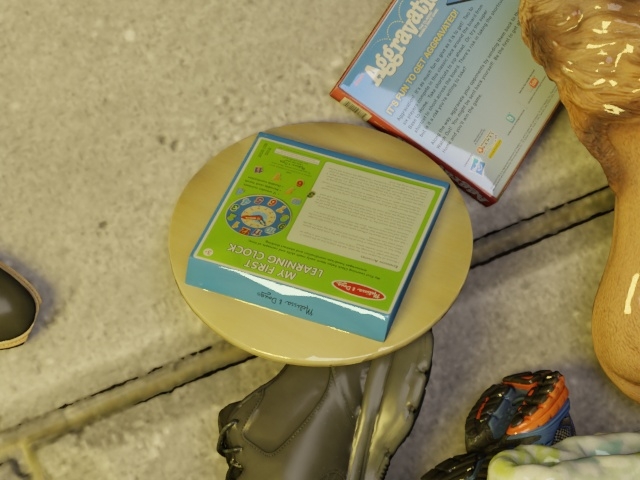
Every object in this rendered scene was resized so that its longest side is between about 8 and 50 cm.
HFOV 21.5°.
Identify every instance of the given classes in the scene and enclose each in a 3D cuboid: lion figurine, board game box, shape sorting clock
[{"bbox_3d":[0.254,-0.016,1.182,0.240,0.142,0.392,2,92,-1],"label":"lion figurine"},{"bbox_3d":[0.140,-0.179,1.251,0.145,0.027,0.281,35,75,-6],"label":"board game box"},{"bbox_3d":[0.000,0.000,1.147,0.206,0.040,0.206,1,48,-1],"label":"shape sorting clock"}]

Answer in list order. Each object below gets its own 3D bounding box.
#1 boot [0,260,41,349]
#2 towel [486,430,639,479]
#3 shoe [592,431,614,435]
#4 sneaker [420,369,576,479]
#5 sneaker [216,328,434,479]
[{"bbox_3d":[-0.273,0.015,1.068,0.198,0.137,0.077,18,77,-10],"label":"boot"},{"bbox_3d":[0.272,0.272,1.113,0.374,0.090,0.320,-5,100,-23],"label":"towel"},{"bbox_3d":[0.222,0.225,1.183,0.081,0.063,0.178,5,85,-13],"label":"shoe"},{"bbox_3d":[0.122,0.176,1.125,0.221,0.083,0.087,-44,112,-43],"label":"sneaker"},{"bbox_3d":[-0.017,0.169,1.128,0.130,0.109,0.286,17,70,1],"label":"sneaker"}]
